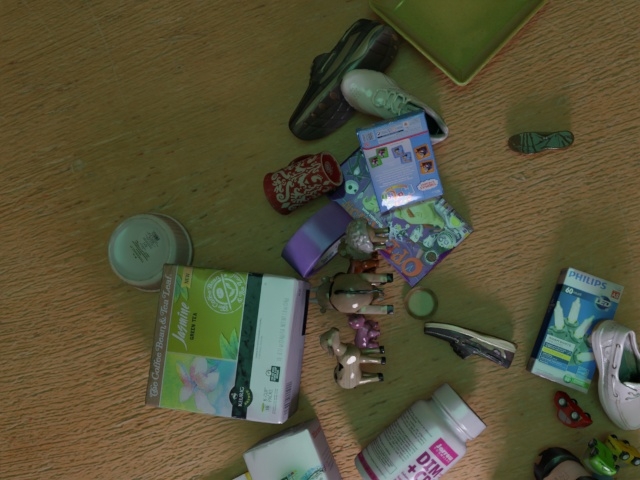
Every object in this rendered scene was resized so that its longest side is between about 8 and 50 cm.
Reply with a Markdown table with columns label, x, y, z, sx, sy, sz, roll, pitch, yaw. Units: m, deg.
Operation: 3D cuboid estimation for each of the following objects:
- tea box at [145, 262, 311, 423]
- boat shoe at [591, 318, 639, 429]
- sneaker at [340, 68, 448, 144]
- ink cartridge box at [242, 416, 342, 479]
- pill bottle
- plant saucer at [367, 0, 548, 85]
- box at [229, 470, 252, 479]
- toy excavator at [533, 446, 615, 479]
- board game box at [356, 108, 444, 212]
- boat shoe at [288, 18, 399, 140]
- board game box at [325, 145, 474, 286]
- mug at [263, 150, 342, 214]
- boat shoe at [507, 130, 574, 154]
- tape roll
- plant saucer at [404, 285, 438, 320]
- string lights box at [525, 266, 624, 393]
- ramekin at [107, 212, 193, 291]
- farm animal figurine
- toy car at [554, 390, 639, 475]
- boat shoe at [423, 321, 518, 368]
| label | x | y | z | sx | sy | sz | roll | pitch | yaw |
| --- | --- | --- | --- | --- | --- | --- | --- | --- | --- |
| tea box | -0.209 | 0.236 | 1.611 | 0.324 | 0.220 | 0.329 | 5 | 85 | 9 |
| boat shoe | 0.678 | 0.311 | 1.503 | 0.098 | 0.096 | 0.277 | -27 | 106 | -20 |
| sneaker | 0.187 | -0.325 | 1.622 | 0.297 | 0.129 | 0.111 | 24 | 97 | -12 |
| ink cartridge box | -0.050 | 0.559 | 1.580 | 0.168 | 0.171 | 0.232 | -23 | 81 | 5 |
| pill bottle | 0.230 | 0.468 | 1.556 | 0.283 | 0.160 | 0.160 | -43 | 80 | 2 |
| plant saucer | 0.346 | -0.593 | 1.695 | 0.333 | 0.081 | 0.333 | 45 | 91 | 10 |
| box | -0.214 | 0.631 | 1.668 | 0.136 | 0.028 | 0.081 | -28 | 81 | 6 |
| toy excavator | 0.669 | 0.652 | 1.478 | 0.433 | 0.222 | 0.445 | -45 | 94 | 1 |
| board game box | 0.188 | -0.184 | 1.595 | 0.160 | 0.039 | 0.211 | -16 | 116 | 6 |
| boat shoe | 0.043 | -0.405 | 1.709 | 0.355 | 0.132 | 0.130 | -47 | 55 | 3 |
| board game box | 0.184 | -0.079 | 1.681 | 0.208 | 0.056 | 0.347 | -44 | 80 | 6 |
| mug | -0.043 | -0.160 | 1.658 | 0.169 | 0.113 | 0.150 | -23 | 66 | 31 |
| boat shoe | 0.535 | -0.241 | 1.655 | 0.153 | 0.048 | 0.056 | -7 | 95 | 14 |
| tape roll | 0.000 | 0.000 | 1.624 | 0.189 | 0.189 | 0.080 | -45 | 79 | 1 |
| plant saucer | 0.246 | 0.154 | 1.661 | 0.083 | 0.015 | 0.083 | -1 | 84 | 7 |
| string lights box | 0.588 | 0.206 | 1.577 | 0.133 | 0.077 | 0.259 | 20 | 87 | 9 |
| ramekin | -0.438 | 0.027 | 1.722 | 0.207 | 0.109 | 0.207 | -1 | 83 | 8 |
| farm animal figurine | 0.062 | 0.152 | 1.541 | 0.172 | 0.327 | 0.330 | 0 | 66 | -4 |
| toy car | 0.603 | 0.452 | 1.486 | 0.239 | 0.225 | 0.053 | 38 | 109 | 9 |
| boat shoe | 0.350 | 0.247 | 1.605 | 0.224 | 0.080 | 0.073 | 14 | 81 | 5 |
